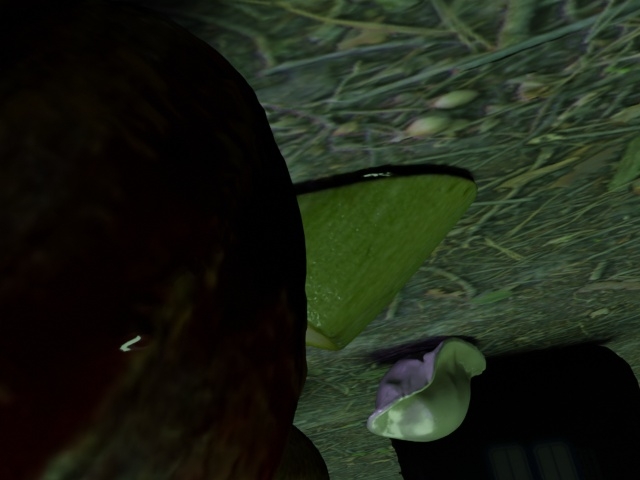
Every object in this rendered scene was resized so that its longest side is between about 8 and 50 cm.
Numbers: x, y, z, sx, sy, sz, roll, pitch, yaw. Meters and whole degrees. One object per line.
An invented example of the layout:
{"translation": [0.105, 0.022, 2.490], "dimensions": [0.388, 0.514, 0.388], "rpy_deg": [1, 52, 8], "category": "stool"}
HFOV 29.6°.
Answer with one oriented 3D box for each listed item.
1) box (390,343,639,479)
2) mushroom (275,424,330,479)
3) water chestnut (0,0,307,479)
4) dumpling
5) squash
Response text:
{"translation": [0.282, 0.310, 1.526], "dimensions": [0.350, 0.359, 0.091], "rpy_deg": [-6, 149, -16], "category": "box"}
{"translation": [-0.121, 0.365, 1.434], "dimensions": [0.334, 0.356, 0.331], "rpy_deg": [1, 121, -40], "category": "mushroom"}
{"translation": [-0.172, 0.026, 0.505], "dimensions": [0.350, 0.302, 0.350], "rpy_deg": [-42, -168, 11], "category": "water chestnut"}
{"translation": [0.132, 0.171, 1.430], "dimensions": [0.169, 0.100, 0.134], "rpy_deg": [10, 124, -30], "category": "dumpling"}
{"translation": [0.000, 0.000, 0.942], "dimensions": [0.204, 0.155, 0.237], "rpy_deg": [22, 170, 14], "category": "squash"}
